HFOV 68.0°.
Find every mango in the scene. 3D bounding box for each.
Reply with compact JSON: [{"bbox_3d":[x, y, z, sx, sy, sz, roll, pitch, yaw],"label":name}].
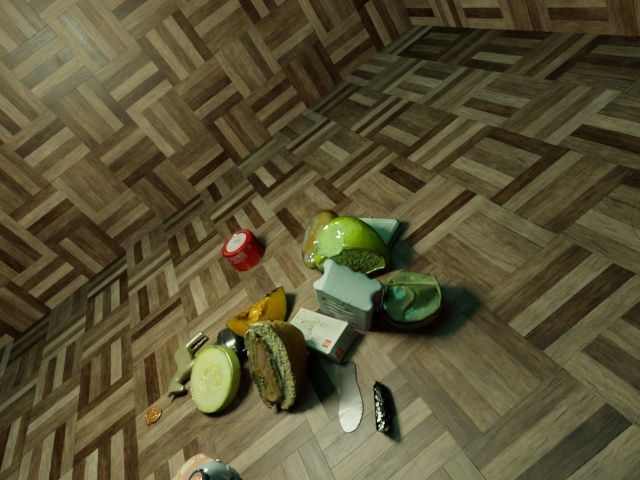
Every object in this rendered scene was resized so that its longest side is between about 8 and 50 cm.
[{"bbox_3d":[0.000,0.000,2.060,0.193,0.146,0.316,-44,24,50],"label":"mango"}]

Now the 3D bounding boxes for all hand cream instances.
[{"bbox_3d":[-0.390,0.048,2.392,0.193,0.125,0.193,-23,38,20],"label":"hand cream"}]

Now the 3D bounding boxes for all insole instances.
[{"bbox_3d":[0.092,0.490,1.513,0.086,0.005,0.253,-24,36,17],"label":"insole"}]

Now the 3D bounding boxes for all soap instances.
[{"bbox_3d":[0.095,0.200,1.613,0.208,0.347,0.115,25,71,14],"label":"soap"}]

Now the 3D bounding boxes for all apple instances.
[{"bbox_3d":[0.295,0.194,1.538,0.189,0.173,0.207,1,37,7],"label":"apple"}]

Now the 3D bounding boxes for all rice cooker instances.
[{"bbox_3d":[-0.354,0.419,1.917,0.106,0.112,0.165,-32,39,-3],"label":"rice cooker"}]

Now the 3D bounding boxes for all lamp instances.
[{"bbox_3d":[0.179,0.016,1.970,0.269,0.047,0.266,5,55,46],"label":"lamp"}]

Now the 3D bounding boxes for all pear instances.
[{"bbox_3d":[0.109,0.003,1.861,0.287,0.176,0.281,-22,37,23],"label":"pear"}]

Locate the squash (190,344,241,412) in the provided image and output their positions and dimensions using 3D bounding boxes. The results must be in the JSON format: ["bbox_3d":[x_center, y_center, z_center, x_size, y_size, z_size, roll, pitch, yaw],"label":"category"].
[{"bbox_3d":[-0.408,0.525,1.805,0.252,0.049,0.252,-13,68,34],"label":"squash"}]

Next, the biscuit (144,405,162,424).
[{"bbox_3d":[-0.691,0.720,1.950,0.091,0.015,0.078,-9,42,37],"label":"biscuit"}]

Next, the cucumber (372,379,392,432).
[{"bbox_3d":[0.179,0.488,1.395,0.053,0.053,0.181,-26,34,17],"label":"cucumber"}]

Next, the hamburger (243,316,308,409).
[{"bbox_3d":[-0.134,0.384,1.618,0.162,0.329,0.209,-7,20,22],"label":"hamburger"}]

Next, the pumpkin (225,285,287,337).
[{"bbox_3d":[-0.259,0.327,1.939,0.312,0.148,0.169,-29,-6,-38],"label":"pumpkin"}]

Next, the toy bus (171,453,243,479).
[{"bbox_3d":[-0.378,0.787,1.442,0.287,0.194,0.232,-48,22,-14],"label":"toy bus"}]

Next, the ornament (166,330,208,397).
[{"bbox_3d":[-0.568,0.534,2.021,0.245,0.061,0.230,-40,35,-6],"label":"ornament"}]

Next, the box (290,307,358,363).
[{"bbox_3d":[-0.002,0.339,1.716,0.269,0.079,0.135,9,56,48],"label":"box"}]
